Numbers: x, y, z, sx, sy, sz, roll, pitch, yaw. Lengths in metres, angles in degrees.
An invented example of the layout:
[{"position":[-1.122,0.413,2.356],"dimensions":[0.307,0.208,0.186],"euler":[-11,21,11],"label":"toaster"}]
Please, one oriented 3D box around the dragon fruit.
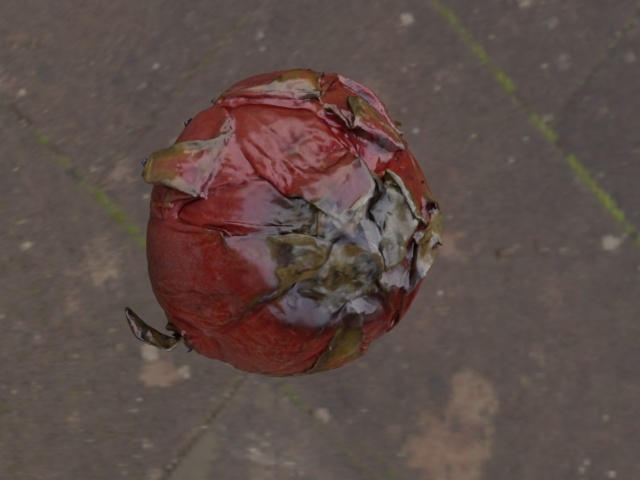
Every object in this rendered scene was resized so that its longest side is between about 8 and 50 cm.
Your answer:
[{"position":[0.003,-0.003,1.056],"dimensions":[0.224,0.148,0.218],"euler":[5,97,-33],"label":"dragon fruit"}]
